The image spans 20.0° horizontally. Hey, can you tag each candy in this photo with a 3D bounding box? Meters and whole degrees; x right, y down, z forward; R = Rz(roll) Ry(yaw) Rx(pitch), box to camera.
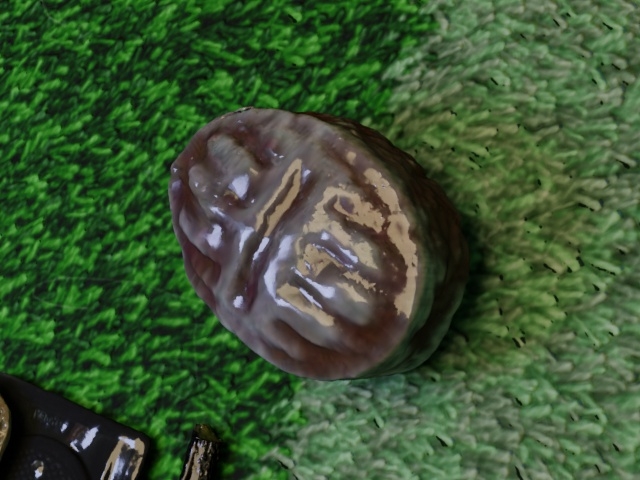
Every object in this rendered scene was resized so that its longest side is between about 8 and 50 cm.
[{"bbox_3d":[0.000,0.000,1.598,0.289,0.157,0.214,38,111,30],"label":"candy"}]

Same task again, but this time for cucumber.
[{"bbox_3d":[-0.118,0.235,1.674,0.034,0.033,0.135,162,123,-71],"label":"cucumber"}]

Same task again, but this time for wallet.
[{"bbox_3d":[-0.300,0.307,1.768,0.247,0.041,0.323,16,84,40],"label":"wallet"}]

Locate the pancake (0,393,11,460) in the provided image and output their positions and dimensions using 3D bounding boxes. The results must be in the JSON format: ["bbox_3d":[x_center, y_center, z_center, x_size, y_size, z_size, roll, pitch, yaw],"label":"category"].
[{"bbox_3d":[-0.363,0.206,1.820,0.151,0.025,0.152,-21,54,31],"label":"pancake"}]
